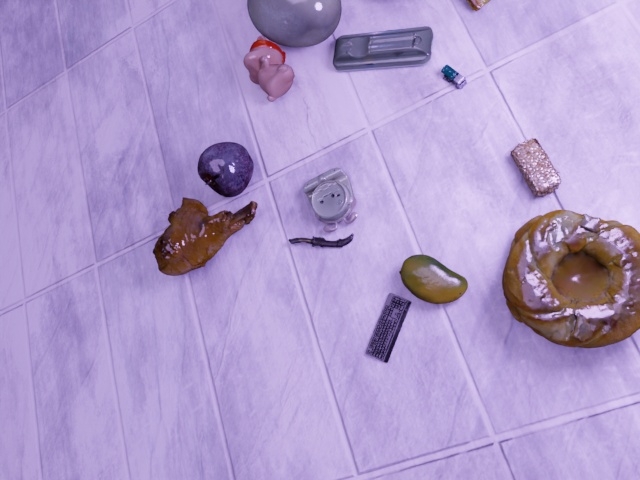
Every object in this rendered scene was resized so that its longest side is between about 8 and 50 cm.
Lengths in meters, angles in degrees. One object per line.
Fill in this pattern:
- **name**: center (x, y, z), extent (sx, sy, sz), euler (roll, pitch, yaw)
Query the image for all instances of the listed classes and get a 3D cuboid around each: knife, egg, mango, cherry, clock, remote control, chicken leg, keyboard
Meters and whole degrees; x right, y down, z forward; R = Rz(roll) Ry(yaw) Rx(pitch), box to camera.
- **knife**: center (0.001, 0.006, 1.564), extent (0.222, 0.021, 0.045), euler (-4, 77, 17)
- **egg**: center (-0.094, -0.808, 1.670), extent (0.352, 0.258, 0.258), euler (14, 83, 23)
- **mango**: center (0.314, 0.116, 1.374), extent (0.191, 0.085, 0.122), euler (35, 89, 26)
- **cherry**: center (-0.324, -0.250, 1.678), extent (0.195, 0.195, 0.195), euler (-5, 76, 21)
- **clock**: center (0.038, -0.128, 1.559), extent (0.152, 0.062, 0.191), euler (-26, 70, 15)
- **remote control**: center (0.203, -0.643, 1.613), extent (0.335, 0.065, 0.128), euler (4, 82, 23)
- **chicken leg**: center (-0.409, -0.061, 1.685), extent (0.409, 0.182, 0.295), euler (-28, 52, 10)
- **keyboard**: center (0.200, 0.258, 1.425), extent (0.074, 0.015, 0.196), euler (21, 86, 25)

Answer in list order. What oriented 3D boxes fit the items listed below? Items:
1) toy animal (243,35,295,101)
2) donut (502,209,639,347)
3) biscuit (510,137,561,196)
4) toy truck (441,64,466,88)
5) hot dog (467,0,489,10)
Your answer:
- **toy animal**: center (-0.185, -0.617, 1.718), extent (0.171, 0.171, 0.197), euler (-35, 69, 11)
- **donut**: center (0.633, 0.088, 1.208), extent (0.360, 0.170, 0.360), euler (-3, 78, 16)
- **biscuit**: center (0.601, -0.203, 1.342), extent (0.082, 0.070, 0.168), euler (-24, 67, 8)
- **toy truck**: center (0.417, -0.513, 1.506), extent (0.039, 0.044, 0.083), euler (-46, 65, 10)
- **hot dog**: center (0.518, -0.855, 1.522), extent (0.123, 0.093, 0.261), euler (22, 102, 17)
